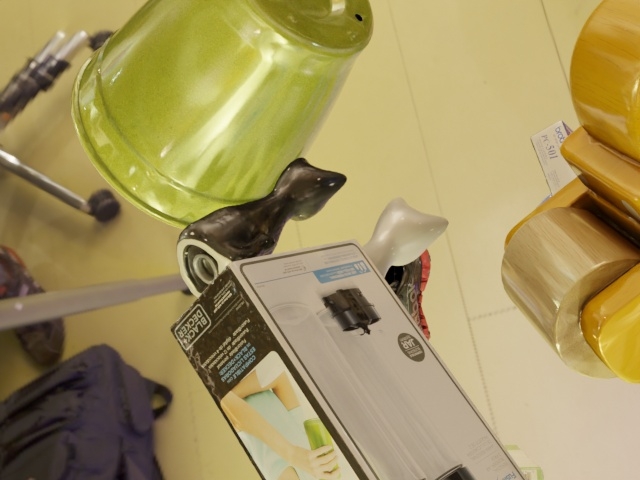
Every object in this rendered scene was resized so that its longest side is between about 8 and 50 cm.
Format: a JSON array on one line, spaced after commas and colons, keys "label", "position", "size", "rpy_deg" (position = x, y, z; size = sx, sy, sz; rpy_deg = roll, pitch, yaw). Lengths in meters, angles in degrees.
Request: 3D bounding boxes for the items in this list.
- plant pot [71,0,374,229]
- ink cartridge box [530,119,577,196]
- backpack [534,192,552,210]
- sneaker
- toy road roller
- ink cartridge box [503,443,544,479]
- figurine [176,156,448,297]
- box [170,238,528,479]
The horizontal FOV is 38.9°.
[{"label": "plant pot", "position": [-0.116, -0.252, 1.294], "size": [0.353, 0.366, 0.366], "rpy_deg": [-41, 59, 43]}, {"label": "ink cartridge box", "position": [0.313, -0.031, 1.052], "size": [0.046, 0.097, 0.207], "rpy_deg": [-29, 60, 27]}, {"label": "backpack", "position": [0.429, 0.025, 1.440], "size": [0.213, 0.263, 0.276], "rpy_deg": [31, 115, 27]}, {"label": "sneaker", "position": [0.153, 0.138, 1.804], "size": [0.098, 0.135, 0.276], "rpy_deg": [-1, 86, 40]}, {"label": "toy road roller", "position": [0.279, -0.067, 0.778], "size": [0.329, 0.240, 0.202], "rpy_deg": [-41, 23, 6]}, {"label": "ink cartridge box", "position": [0.221, 0.340, 1.319], "size": [0.171, 0.235, 0.056], "rpy_deg": [-3, 83, 4]}, {"label": "figurine", "position": [0.000, 0.000, 0.930], "size": [0.215, 0.092, 0.209], "rpy_deg": [25, 47, 26]}, {"label": "box", "position": [0.037, 0.144, 0.679], "size": [0.087, 0.169, 0.290], "rpy_deg": [-45, 69, 31]}]
